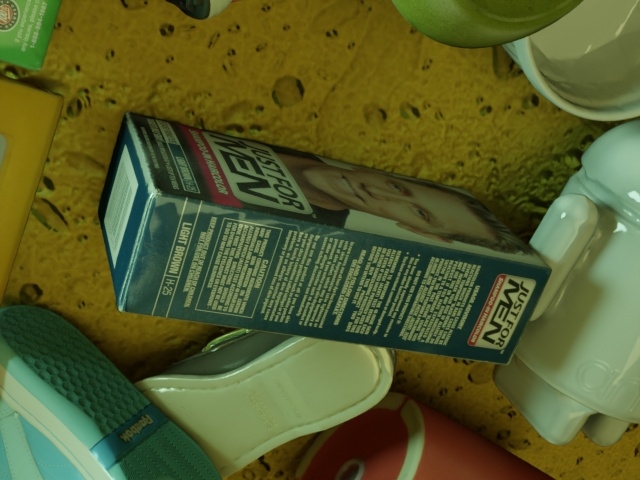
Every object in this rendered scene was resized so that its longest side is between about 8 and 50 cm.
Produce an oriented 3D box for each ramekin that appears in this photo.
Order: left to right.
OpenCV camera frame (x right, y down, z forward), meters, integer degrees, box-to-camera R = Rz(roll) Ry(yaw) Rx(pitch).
[{"bbox_3d":[0.241,-0.215,0.773,0.207,0.109,0.207,-8,120,-14],"label":"ramekin"}]

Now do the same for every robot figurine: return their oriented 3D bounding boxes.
[{"bbox_3d":[0.306,0.032,0.880,0.299,0.200,0.354,7,117,-38],"label":"robot figurine"}]

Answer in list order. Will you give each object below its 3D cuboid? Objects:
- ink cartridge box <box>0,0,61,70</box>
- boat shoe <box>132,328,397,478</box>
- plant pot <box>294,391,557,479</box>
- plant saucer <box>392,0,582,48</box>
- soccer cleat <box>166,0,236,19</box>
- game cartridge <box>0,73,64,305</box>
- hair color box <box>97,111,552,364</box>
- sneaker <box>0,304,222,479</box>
[{"bbox_3d":[-0.272,-0.222,0.608,0.208,0.087,0.153,14,113,-24],"label":"ink cartridge box"},{"bbox_3d":[-0.078,0.143,0.861,0.324,0.097,0.117,-24,102,17],"label":"boat shoe"},{"bbox_3d":[0.110,0.304,0.948,0.243,0.275,0.275,41,100,-21],"label":"plant pot"},{"bbox_3d":[0.144,-0.236,0.605,0.240,0.037,0.241,-20,131,-24],"label":"plant saucer"},{"bbox_3d":[-0.100,-0.316,0.616,0.116,0.108,0.318,-33,125,-22],"label":"soccer cleat"},{"bbox_3d":[-0.360,0.010,0.647,0.285,0.052,0.324,13,97,-40],"label":"game cartridge"},{"bbox_3d":[0.000,0.000,0.774,0.347,0.174,0.105,11,113,-24],"label":"hair color box"},{"bbox_3d":[-0.220,0.233,0.804,0.208,0.319,0.127,-49,166,19],"label":"sneaker"}]
